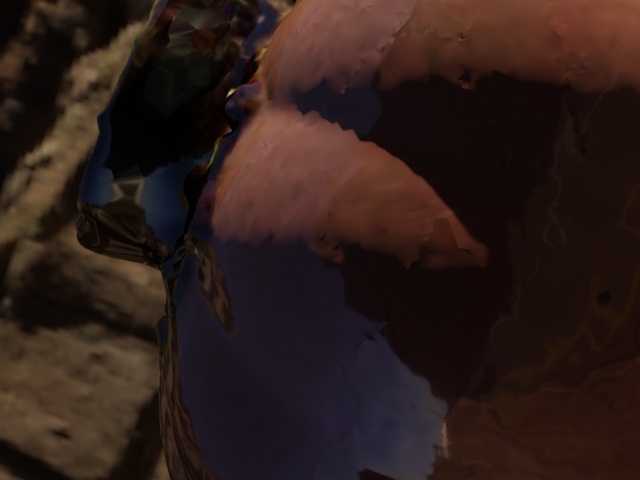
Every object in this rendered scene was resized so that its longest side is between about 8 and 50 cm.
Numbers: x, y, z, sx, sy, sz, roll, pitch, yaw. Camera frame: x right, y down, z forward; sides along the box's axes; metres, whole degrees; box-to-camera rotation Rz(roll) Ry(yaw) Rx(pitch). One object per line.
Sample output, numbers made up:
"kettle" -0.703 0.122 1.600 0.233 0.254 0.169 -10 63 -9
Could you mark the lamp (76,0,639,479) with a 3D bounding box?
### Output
"lamp" 0.043 -0.007 0.667 0.305 0.239 0.305 23 -90 -88
